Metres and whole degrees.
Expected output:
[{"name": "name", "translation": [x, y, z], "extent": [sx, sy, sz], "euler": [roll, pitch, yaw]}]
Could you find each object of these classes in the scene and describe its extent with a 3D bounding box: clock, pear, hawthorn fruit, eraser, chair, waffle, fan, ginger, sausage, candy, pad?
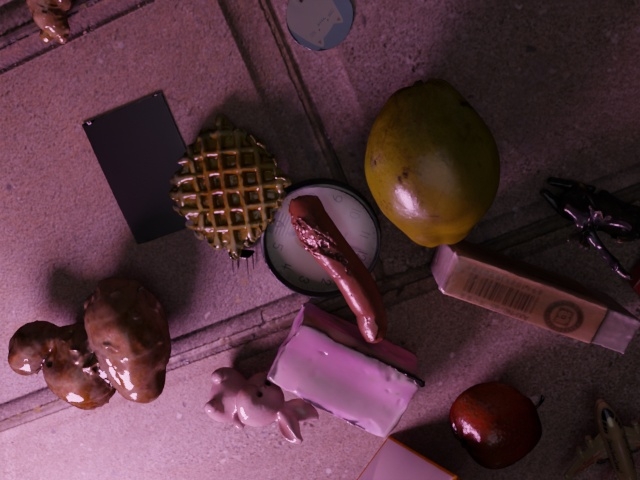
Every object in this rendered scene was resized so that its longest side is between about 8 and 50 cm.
[{"name": "clock", "translation": [0.000, 0.000, 1.067], "extent": [0.226, 0.049, 0.226], "euler": [1, 107, 3]}, {"name": "pear", "translation": [0.178, -0.122, 0.941], "extent": [0.212, 0.212, 0.269], "euler": [-10, 108, 5]}, {"name": "hawthorn fruit", "translation": [0.349, 0.342, 1.115], "extent": [0.194, 0.157, 0.157], "euler": [-18, 106, -11]}, {"name": "eraser", "translation": [0.368, 0.090, 1.030], "extent": [0.343, 0.144, 0.078], "euler": [20, 105, -3]}, {"name": "chair", "translation": [-0.147, 0.021, 1.085], "extent": [0.042, 0.037, 0.086], "euler": [-1, 112, 15]}, {"name": "waffle", "translation": [-0.164, -0.092, 1.027], "extent": [0.208, 0.054, 0.214], "euler": [40, 102, 3]}, {"name": "fan", "translation": [-0.027, -0.394, 0.968], "extent": [0.175, 0.005, 0.113], "euler": [38, 105, -9]}, {"name": "ginger", "translation": [-0.458, -0.434, 0.939], "extent": [0.137, 0.074, 0.213], "euler": [-32, 100, 21]}, {"name": "sausage", "translation": [0.039, 0.050, 1.019], "extent": [0.078, 0.078, 0.304], "euler": [-31, 104, 11]}, {"name": "candy", "translation": [0.047, 0.246, 1.106], "extent": [0.265, 0.116, 0.155], "euler": [26, 107, -6]}, {"name": "pad", "translation": [-0.312, -0.125, 1.064], "extent": [0.164, 0.004, 0.243], "euler": [-18, 105, 8]}, {"name": "ginger", "translation": [-0.422, 0.210, 1.093], "extent": [0.304, 0.155, 0.244], "euler": [-23, 107, 8]}]

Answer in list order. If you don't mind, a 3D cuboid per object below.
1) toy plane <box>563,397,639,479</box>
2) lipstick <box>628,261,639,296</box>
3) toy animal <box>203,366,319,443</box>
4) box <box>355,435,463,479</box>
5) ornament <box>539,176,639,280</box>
[{"name": "toy plane", "translation": [0.580, 0.403, 1.146], "extent": [0.229, 0.092, 0.244], "euler": [-23, 104, 11]}, {"name": "lipstick", "translation": [0.644, -0.038, 1.029], "extent": [0.051, 0.051, 0.312], "euler": [27, 108, -8]}, {"name": "toy animal", "translation": [-0.111, 0.302, 1.110], "extent": [0.212, 0.124, 0.124], "euler": [1, 109, 25]}, {"name": "box", "translation": [0.177, 0.553, 1.067], "extent": [0.214, 0.283, 0.259], "euler": [45, 75, -11]}, {"name": "ornament", "translation": [0.476, -0.015, 0.945], "extent": [0.202, 0.236, 0.080], "euler": [23, 112, -4]}]
